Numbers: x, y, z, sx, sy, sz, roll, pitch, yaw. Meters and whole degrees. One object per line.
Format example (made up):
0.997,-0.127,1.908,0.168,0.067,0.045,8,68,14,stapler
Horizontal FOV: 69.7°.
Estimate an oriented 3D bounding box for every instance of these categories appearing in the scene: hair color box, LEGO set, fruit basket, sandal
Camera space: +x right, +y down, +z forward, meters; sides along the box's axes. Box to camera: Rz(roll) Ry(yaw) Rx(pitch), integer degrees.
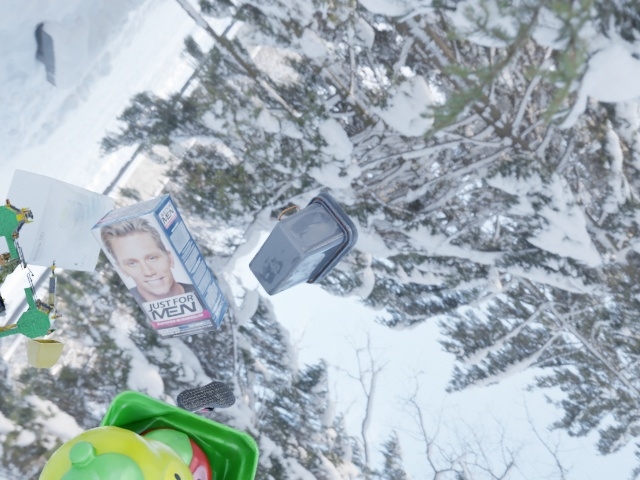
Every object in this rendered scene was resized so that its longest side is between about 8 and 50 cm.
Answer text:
-0.384,0.075,1.133,0.174,0.347,0.105,-14,-152,14,hair color box
-0.702,0.071,0.980,0.255,0.331,0.192,-22,-166,-16,LEGO set
-0.220,0.365,0.566,0.392,0.283,0.392,-53,-162,26,fruit basket
-0.268,0.368,1.064,0.040,0.179,0.067,-42,-119,18,sandal

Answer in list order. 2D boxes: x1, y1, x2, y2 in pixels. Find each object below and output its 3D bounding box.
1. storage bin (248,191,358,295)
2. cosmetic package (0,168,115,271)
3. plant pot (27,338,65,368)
-0.034,0.007,0.603,0.091,0.098,0.135,-25,163,-44,storage bin
-0.711,-0.045,1.237,0.138,0.224,0.224,13,-94,19,cosmetic package
-0.892,0.366,1.482,0.081,0.081,0.083,4,-97,33,plant pot
